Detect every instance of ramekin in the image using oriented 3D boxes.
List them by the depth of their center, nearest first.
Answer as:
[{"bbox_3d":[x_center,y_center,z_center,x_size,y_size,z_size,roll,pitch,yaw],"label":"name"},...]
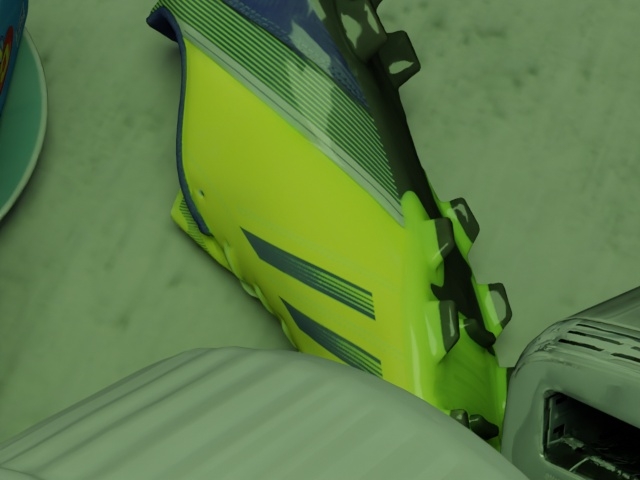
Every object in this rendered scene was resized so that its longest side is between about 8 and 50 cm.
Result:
[{"bbox_3d":[-0.012,0.155,0.474,0.273,0.273,0.127,41,52,15],"label":"ramekin"}]

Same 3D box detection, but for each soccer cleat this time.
[{"bbox_3d":[0.000,0.000,0.662,0.121,0.093,0.289,-23,68,17],"label":"soccer cleat"}]

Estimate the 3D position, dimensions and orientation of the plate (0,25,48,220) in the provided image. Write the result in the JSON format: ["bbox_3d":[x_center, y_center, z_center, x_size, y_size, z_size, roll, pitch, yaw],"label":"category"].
[{"bbox_3d":[-0.215,-0.053,0.691,0.188,0.024,0.188,2,63,-3],"label":"plate"}]

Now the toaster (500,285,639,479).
[{"bbox_3d":[0.165,0.081,0.552,0.146,0.129,0.227,-13,26,-39],"label":"toaster"}]

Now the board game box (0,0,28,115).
[{"bbox_3d":[-0.293,-0.016,0.591,0.308,0.086,0.302,10,61,-3],"label":"board game box"}]
